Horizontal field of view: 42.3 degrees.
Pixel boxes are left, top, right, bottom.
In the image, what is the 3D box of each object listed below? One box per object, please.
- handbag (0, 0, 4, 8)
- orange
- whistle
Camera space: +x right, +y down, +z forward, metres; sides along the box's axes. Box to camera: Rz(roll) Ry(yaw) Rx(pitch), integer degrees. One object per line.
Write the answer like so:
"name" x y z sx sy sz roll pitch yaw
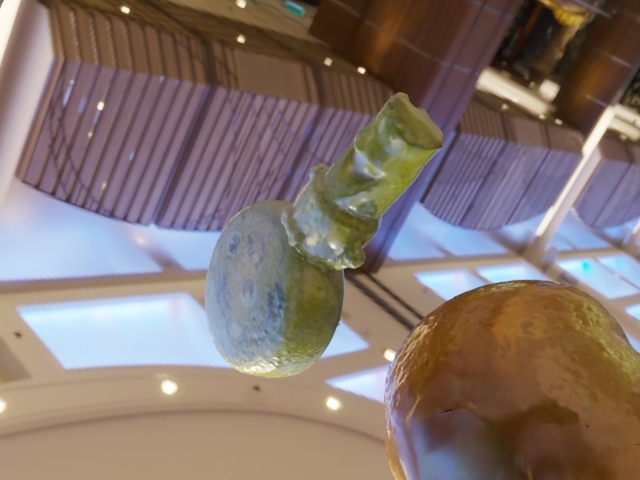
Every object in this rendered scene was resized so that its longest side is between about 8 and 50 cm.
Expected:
"handbag" -0.272 -0.013 0.317 0.253 0.315 0.109 23 -178 10
"orange" 0.191 0.189 0.746 0.196 0.263 0.334 30 -150 -55
"whistle" 0.000 0.000 0.463 0.057 0.198 0.104 10 -135 -38
